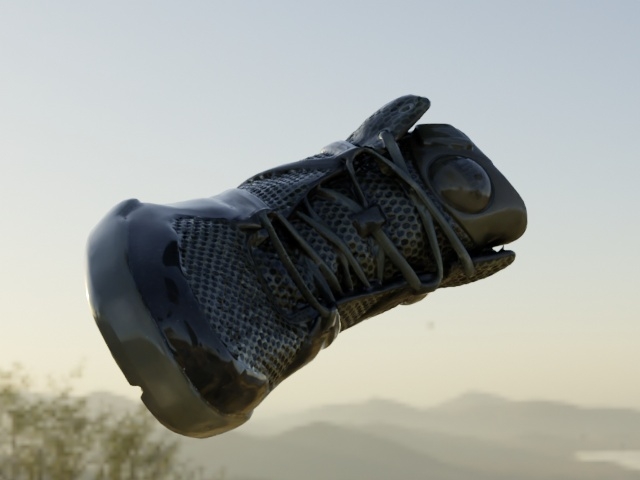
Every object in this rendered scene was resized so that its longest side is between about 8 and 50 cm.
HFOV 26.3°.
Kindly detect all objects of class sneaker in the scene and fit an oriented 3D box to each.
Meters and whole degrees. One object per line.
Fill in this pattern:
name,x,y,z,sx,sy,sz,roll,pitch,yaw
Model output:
sneaker,0.000,0.000,0.500,0.130,0.087,0.227,-30,-3,15
